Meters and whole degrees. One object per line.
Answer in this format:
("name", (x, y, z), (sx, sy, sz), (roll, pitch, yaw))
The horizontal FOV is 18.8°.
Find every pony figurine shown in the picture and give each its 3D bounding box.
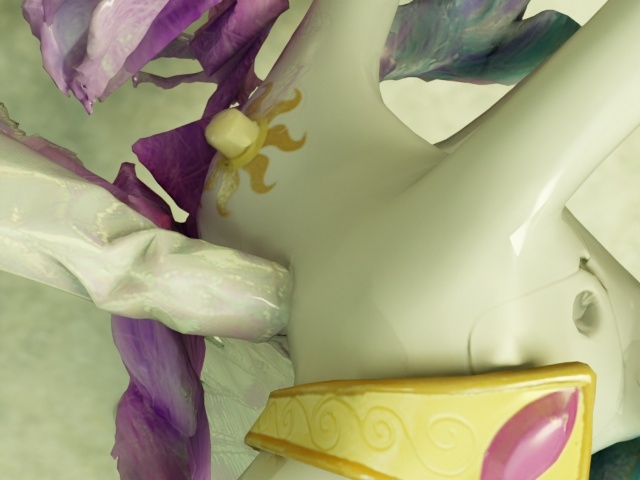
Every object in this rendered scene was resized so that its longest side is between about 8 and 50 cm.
("pony figurine", (0.000, 0.000, 0.514), (0.303, 0.351, 0.363), (40, 92, -30))
